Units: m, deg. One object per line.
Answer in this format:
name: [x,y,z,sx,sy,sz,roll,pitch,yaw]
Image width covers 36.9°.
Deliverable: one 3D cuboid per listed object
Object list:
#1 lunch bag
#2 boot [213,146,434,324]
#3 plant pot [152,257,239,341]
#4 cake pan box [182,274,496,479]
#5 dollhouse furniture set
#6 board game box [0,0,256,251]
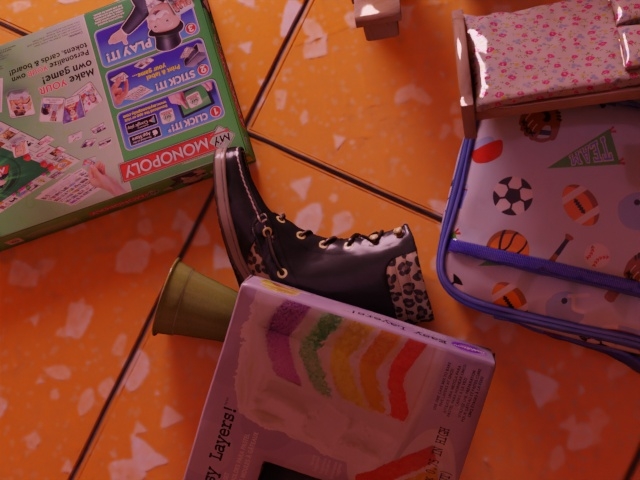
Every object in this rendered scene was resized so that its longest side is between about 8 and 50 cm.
lunch bag: [0.270,-0.009,0.900,0.303,0.115,0.243,14,86,13]
boot: [0.000,0.001,0.955,0.178,0.085,0.236,-17,88,5]
plant pot: [-0.120,0.069,0.975,0.079,0.083,0.083,18,85,0]
cake pan box: [0.007,0.192,0.896,0.245,0.070,0.267,19,98,5]
dollhouse furniture set: [0.154,-0.223,0.840,0.303,0.174,0.355,-8,49,9]
board game box: [-0.250,-0.135,1.041,0.317,0.046,0.213,-18,79,6]
